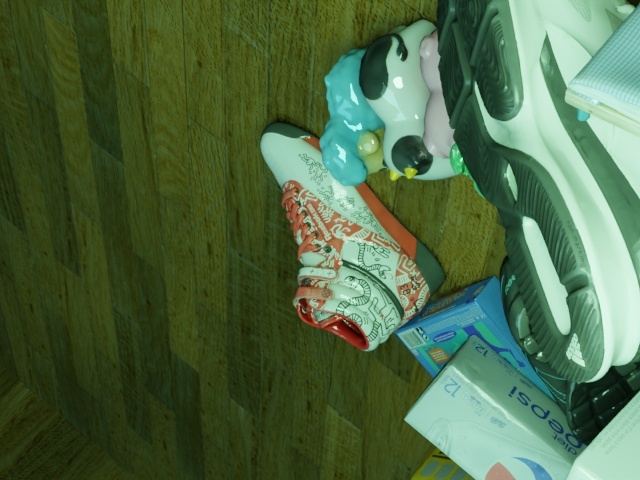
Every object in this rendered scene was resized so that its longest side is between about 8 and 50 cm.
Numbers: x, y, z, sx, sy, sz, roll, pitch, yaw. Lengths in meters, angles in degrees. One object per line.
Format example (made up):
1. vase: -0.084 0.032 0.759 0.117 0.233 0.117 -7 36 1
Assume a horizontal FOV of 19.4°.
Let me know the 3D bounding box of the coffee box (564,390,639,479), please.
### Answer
1. coffee box: 0.373 0.313 1.646 0.334 0.337 0.338 37 134 17

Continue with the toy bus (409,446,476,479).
1. toy bus: 0.252 0.295 2.195 0.108 0.130 0.333 53 156 -19

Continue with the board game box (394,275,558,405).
1. board game box: 0.202 0.149 2.097 0.210 0.047 0.160 50 144 -10

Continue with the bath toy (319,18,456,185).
1. bath toy: 0.118 -0.127 1.705 0.151 0.129 0.348 50 156 -13

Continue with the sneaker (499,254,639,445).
1. sneaker: 0.265 0.112 1.949 0.267 0.101 0.106 56 -178 -37

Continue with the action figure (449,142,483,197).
1. action figure: 0.218 -0.045 1.637 0.232 0.063 0.137 16 162 -19

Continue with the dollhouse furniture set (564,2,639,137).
1. dollhouse furniture set: 0.290 -0.127 1.238 0.303 0.286 0.198 29 145 24

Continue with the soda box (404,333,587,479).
1. soda box: 0.234 0.236 2.004 0.286 0.098 0.091 40 116 4

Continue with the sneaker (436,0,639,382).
1. sneaker: 0.252 -0.101 1.462 0.169 0.257 0.447 103 156 -56

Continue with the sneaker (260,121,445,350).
1. sneaker: 0.001 0.000 2.090 0.270 0.145 0.090 44 157 0
